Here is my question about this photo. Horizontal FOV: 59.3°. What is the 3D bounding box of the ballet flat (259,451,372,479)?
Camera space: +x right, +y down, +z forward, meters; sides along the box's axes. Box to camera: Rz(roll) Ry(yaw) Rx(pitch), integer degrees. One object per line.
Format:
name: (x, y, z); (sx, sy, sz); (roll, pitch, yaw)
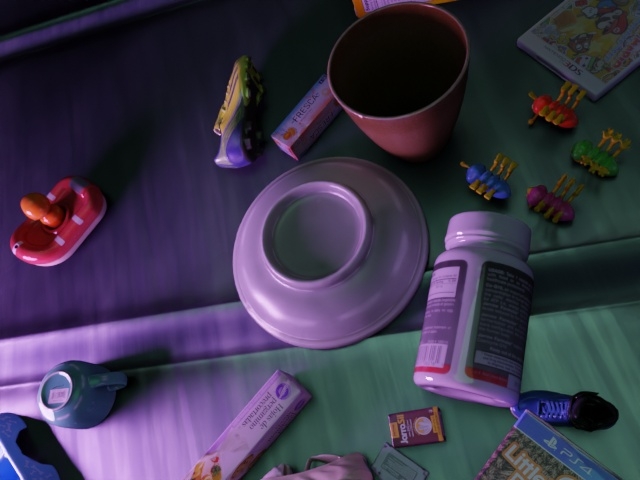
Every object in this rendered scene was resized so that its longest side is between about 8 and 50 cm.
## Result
ballet flat: (-0.033, 0.406, 0.936); (0.248, 0.086, 0.086); (-16, 64, 10)

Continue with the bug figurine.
bug figurine: (0.403, -0.144, 1.012); (0.279, 0.072, 0.216); (-44, 68, -8)

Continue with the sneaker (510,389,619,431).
sneaker: (0.367, 0.254, 0.851); (0.152, 0.084, 0.058); (5, 70, 21)

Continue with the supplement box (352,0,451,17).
supplement box: (0.229, -0.650, 1.211); (0.356, 0.194, 0.195); (-3, 68, 17)

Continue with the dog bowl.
dog bowl: (-0.636, 0.467, 1.108); (0.297, 0.074, 0.166); (38, 84, 27)

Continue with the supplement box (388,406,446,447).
supplement box: (0.158, 0.307, 0.923); (0.083, 0.043, 0.055); (-14, 66, 13)

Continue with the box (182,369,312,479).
box: (-0.150, 0.373, 0.988); (0.063, 0.067, 0.324); (39, 83, 27)

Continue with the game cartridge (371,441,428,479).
game cartridge: (0.128, 0.378, 0.920); (0.083, 0.017, 0.056); (30, 77, 27)

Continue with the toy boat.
toy boat: (-0.614, -0.057, 1.274); (0.151, 0.151, 0.231); (32, 81, 27)

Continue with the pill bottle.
pill bottle: (0.253, 0.109, 0.907); (0.161, 0.161, 0.283); (8, 71, 21)

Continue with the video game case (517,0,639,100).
video game case: (0.544, -0.405, 1.099); (0.227, 0.026, 0.206); (-39, 62, 0)

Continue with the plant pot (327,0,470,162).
plant pot: (0.161, -0.257, 1.037); (0.237, 0.254, 0.237); (-7, 67, 16)

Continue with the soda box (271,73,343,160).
soda box: (-0.021, -0.265, 1.213); (0.063, 0.058, 0.183); (37, 83, 28)

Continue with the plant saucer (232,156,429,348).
plant saucer: (0.000, 0.000, 1.074); (0.400, 0.100, 0.400); (-7, 67, 16)

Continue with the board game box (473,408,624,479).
board game box: (0.249, 0.395, 0.749); (0.141, 0.232, 0.291); (36, 82, 27)

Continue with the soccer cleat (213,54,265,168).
soccer cleat: (-0.192, -0.294, 1.266); (0.121, 0.093, 0.289); (-11, 65, 21)

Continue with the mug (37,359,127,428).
mug: (-0.480, 0.293, 1.114); (0.129, 0.097, 0.158); (36, 83, 27)
